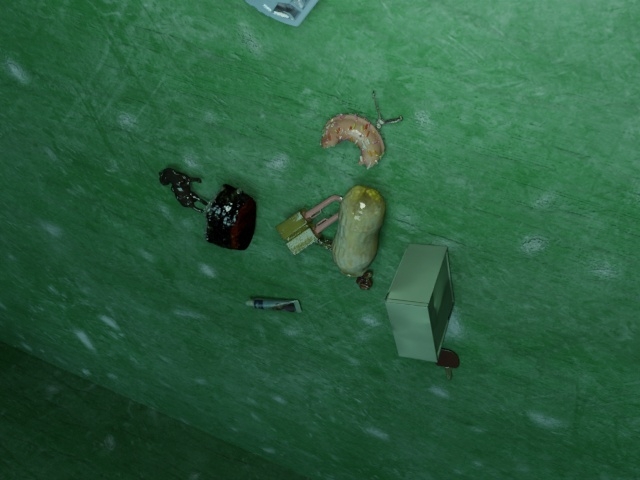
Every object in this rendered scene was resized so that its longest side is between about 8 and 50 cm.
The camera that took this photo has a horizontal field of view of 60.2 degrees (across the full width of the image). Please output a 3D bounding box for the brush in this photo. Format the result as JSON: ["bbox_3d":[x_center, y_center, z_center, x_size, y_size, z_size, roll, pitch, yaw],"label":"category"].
[{"bbox_3d":[-0.015,-0.057,1.566,0.233,0.047,0.103,-33,94,31],"label":"brush"}]

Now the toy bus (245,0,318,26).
[{"bbox_3d":[-0.013,-0.550,1.031,0.135,0.109,0.329,32,142,-20],"label":"toy bus"}]

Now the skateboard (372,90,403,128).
[{"bbox_3d":[0.146,-0.300,1.251,0.063,0.032,0.083,-8,130,23],"label":"skateboard"}]

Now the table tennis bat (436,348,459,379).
[{"bbox_3d":[0.420,0.410,1.833,0.086,0.013,0.157,1,131,26],"label":"table tennis bat"}]

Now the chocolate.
[{"bbox_3d":[0.098,-0.022,1.488,0.134,0.134,0.309,18,137,13],"label":"chocolate"}]

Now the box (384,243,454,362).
[{"bbox_3d":[0.275,0.167,1.502,0.117,0.225,0.225,4,133,26],"label":"box"}]

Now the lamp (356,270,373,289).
[{"bbox_3d":[0.131,0.121,1.688,0.063,0.031,0.083,13,141,19],"label":"lamp"}]

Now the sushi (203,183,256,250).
[{"bbox_3d":[-0.272,-0.063,1.652,0.126,0.136,0.225,24,146,10],"label":"sushi"}]

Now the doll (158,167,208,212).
[{"bbox_3d":[-0.430,-0.162,1.701,0.165,0.057,0.139,17,140,27],"label":"doll"}]

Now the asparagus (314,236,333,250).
[{"bbox_3d":[0.000,0.000,1.635,0.165,0.036,0.030,24,158,5],"label":"asparagus"}]

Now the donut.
[{"bbox_3d":[0.077,-0.247,1.315,0.165,0.065,0.117,18,139,11],"label":"donut"}]

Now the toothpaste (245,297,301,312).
[{"bbox_3d":[-0.169,0.228,1.966,0.216,0.037,0.062,2,132,21],"label":"toothpaste"}]
